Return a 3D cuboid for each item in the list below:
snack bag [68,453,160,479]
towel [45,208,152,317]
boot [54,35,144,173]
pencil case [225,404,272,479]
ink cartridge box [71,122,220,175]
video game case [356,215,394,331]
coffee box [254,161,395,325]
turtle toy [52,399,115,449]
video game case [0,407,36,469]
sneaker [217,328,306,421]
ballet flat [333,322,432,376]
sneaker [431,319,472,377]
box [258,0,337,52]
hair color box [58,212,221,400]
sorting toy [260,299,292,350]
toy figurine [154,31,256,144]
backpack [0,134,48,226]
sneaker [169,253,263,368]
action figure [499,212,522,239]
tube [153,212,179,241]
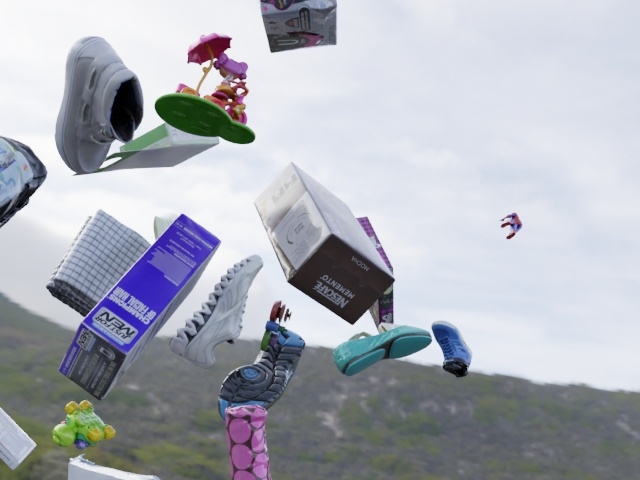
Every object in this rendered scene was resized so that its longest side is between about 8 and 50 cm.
[{"bbox_3d":[-0.359,0.531,1.508,0.037,0.343,0.323,15,-13,-37],"label":"snack bag"},{"bbox_3d":[-0.490,0.097,2.267,0.283,0.235,0.121,39,-40,-20],"label":"towel"},{"bbox_3d":[-0.338,-0.178,1.447,0.123,0.095,0.258,45,-39,27],"label":"boot"},{"bbox_3d":[-0.141,0.443,1.939,0.098,0.209,0.095,-7,4,-26],"label":"pencil case"},{"bbox_3d":[-0.332,-0.174,1.766,0.235,0.056,0.171,-8,-6,-43],"label":"ink cartridge box"},{"bbox_3d":[0.132,0.088,2.326,0.041,0.232,0.210,-10,-55,-9],"label":"video game case"},{"bbox_3d":[0.000,0.000,1.715,0.168,0.119,0.297,37,13,-30],"label":"coffee box"},{"bbox_3d":[-0.457,0.358,1.777,0.095,0.066,0.130,43,7,17],"label":"turtle toy"},{"bbox_3d":[-0.661,0.380,1.913,0.173,0.022,0.190,47,-5,-4],"label":"video game case"},{"bbox_3d":[-0.132,0.342,2.175,0.125,0.140,0.341,25,31,15],"label":"sneaker"},{"bbox_3d":[0.134,0.226,2.096,0.247,0.087,0.083,-16,-39,-28],"label":"ballet flat"},{"bbox_3d":[0.306,0.260,2.205,0.058,0.085,0.152,-17,-54,31],"label":"sneaker"},{"bbox_3d":[-0.046,-0.460,1.740,0.142,0.163,0.247,-6,-4,1],"label":"box"},{"bbox_3d":[-0.338,0.120,1.778,0.110,0.339,0.185,35,-45,-2],"label":"hair color box"},{"bbox_3d":[-0.080,0.163,1.762,0.042,0.102,0.061,17,-2,5],"label":"sorting toy"},{"bbox_3d":[-0.168,-0.261,1.537,0.173,0.159,0.130,21,-22,-18],"label":"toy figurine"},{"bbox_3d":[-0.667,-0.064,1.614,0.290,0.355,0.273,-27,-63,11],"label":"backpack"},{"bbox_3d":[-0.213,0.161,2.132,0.118,0.292,0.110,36,-12,6],"label":"sneaker"},{"bbox_3d":[0.355,-0.029,1.742,0.030,0.038,0.115,-30,0,25],"label":"action figure"},{"bbox_3d":[-0.358,-0.022,2.166,0.070,0.062,0.240,40,4,-6],"label":"tube"}]
